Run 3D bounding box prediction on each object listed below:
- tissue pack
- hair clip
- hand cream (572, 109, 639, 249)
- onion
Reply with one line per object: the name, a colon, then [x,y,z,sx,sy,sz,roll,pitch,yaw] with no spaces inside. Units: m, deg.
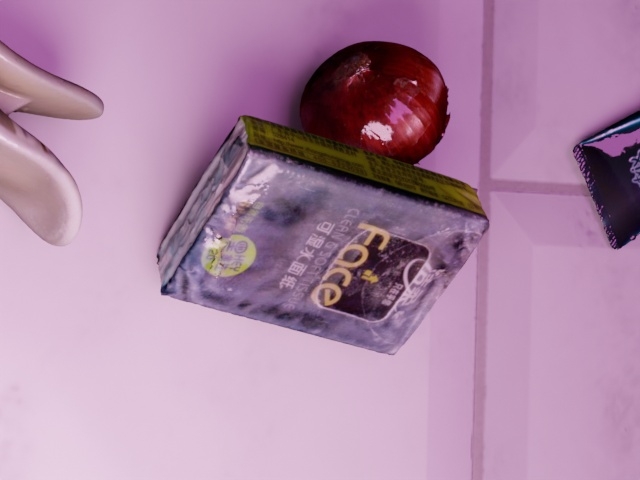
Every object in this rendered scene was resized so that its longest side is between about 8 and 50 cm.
tissue pack: [0.000,0.000,1.220,0.235,0.073,0.173,17,126,-27]
hair clip: [-0.272,-0.116,1.082,0.282,0.172,0.113,41,63,-35]
hand cream: [0.378,-0.106,1.492,0.270,0.061,0.120,-31,110,-17]
onion: [0.048,-0.114,1.261,0.131,0.131,0.131,0,90,-29]
